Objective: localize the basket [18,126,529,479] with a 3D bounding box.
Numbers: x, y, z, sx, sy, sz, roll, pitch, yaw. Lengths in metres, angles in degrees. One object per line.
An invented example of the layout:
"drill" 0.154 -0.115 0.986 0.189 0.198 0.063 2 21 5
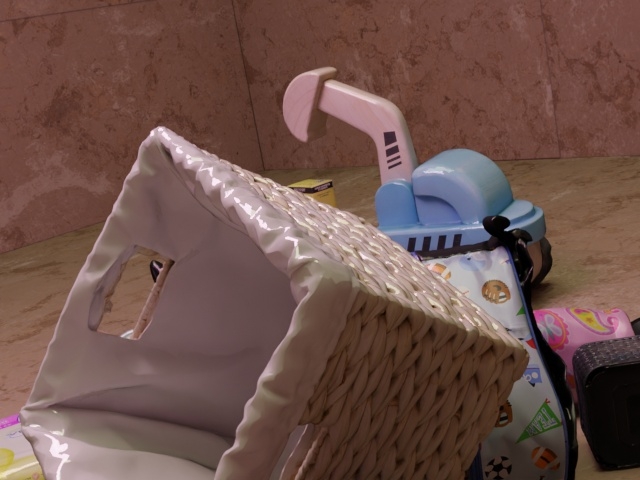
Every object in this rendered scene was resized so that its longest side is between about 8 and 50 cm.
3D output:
"basket" -0.049 0.128 0.913 0.266 0.328 0.331 18 13 -36

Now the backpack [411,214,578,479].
"backpack" 0.155 0.160 1.068 0.213 0.276 0.263 -18 49 -4

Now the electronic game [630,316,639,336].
"electronic game" 0.498 0.140 1.391 0.229 0.048 0.229 -10 14 3

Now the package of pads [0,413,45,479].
"package of pads" -0.423 0.308 1.266 0.296 0.101 0.229 -18 14 -30

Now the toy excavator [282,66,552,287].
"toy excavator" 0.169 -0.101 1.833 0.433 0.445 0.222 -3 13 29

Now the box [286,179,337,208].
"box" 0.000 0.000 2.018 0.058 0.232 0.087 -19 14 -35

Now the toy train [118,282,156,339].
"toy train" -0.161 0.179 1.204 0.334 0.190 0.142 -57 0 -22

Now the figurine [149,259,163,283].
"figurine" -0.155 0.117 1.662 0.214 0.209 0.092 -9 12 4

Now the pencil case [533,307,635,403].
"pencil case" 0.252 0.151 1.316 0.284 0.124 0.124 -5 12 -2

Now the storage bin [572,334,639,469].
"storage bin" 0.382 0.173 1.159 0.180 0.122 0.084 -9 12 5
